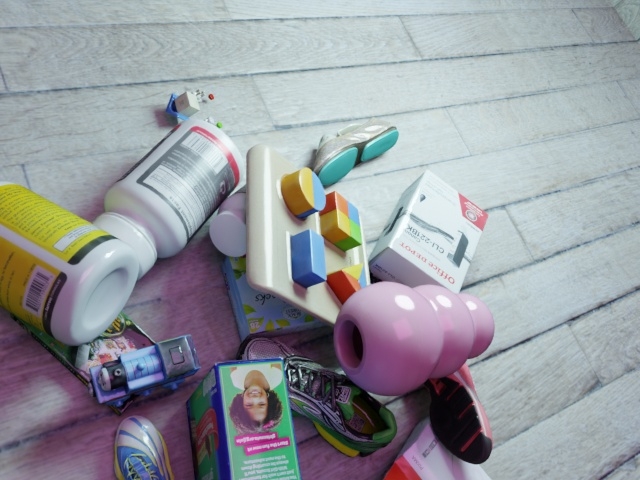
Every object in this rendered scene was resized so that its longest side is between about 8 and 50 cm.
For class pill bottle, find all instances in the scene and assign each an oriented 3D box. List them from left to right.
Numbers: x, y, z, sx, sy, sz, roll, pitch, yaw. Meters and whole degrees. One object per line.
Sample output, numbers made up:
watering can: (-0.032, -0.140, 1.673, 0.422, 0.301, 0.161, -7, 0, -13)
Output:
pill bottle: (-0.489, 0.018, 1.028, 0.333, 0.188, 0.188, 28, 54, 9)
pill bottle: (-0.300, -0.079, 1.203, 0.176, 0.176, 0.319, 37, 54, -3)
pill bottle: (-0.133, -0.053, 1.267, 0.121, 0.121, 0.216, 41, 33, -1)

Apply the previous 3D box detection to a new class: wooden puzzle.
wooden puzzle: (0.000, 0.000, 1.235, 0.347, 0.080, 0.322, 30, 46, -43)

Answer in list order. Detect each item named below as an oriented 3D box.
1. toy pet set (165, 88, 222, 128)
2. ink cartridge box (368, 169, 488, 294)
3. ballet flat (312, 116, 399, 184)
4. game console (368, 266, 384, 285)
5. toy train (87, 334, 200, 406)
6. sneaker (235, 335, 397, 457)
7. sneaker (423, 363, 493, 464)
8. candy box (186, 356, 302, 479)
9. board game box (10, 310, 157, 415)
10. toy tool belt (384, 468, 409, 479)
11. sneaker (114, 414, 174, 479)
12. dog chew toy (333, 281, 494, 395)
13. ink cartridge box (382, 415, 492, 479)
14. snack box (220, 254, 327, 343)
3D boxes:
toy pet set: (-0.286, -0.281, 1.406, 0.114, 0.065, 0.122, 15, 54, -60)
ink cartridge box: (0.256, 0.000, 1.470, 0.197, 0.114, 0.273, 35, 55, -6)
ballet flat: (0.061, -0.225, 1.520, 0.106, 0.108, 0.316, 39, 46, 23)
game console: (0.084, 0.089, 1.361, 0.122, 0.071, 0.107, -31, 46, -34)
toy train: (-0.297, 0.220, 1.053, 0.184, 0.105, 0.080, -11, 69, -31)
sneaker: (-0.002, 0.279, 1.175, 0.343, 0.146, 0.134, 31, 55, -7)
sneaker: (0.284, 0.306, 1.285, 0.136, 0.116, 0.314, 13, 37, -37)
candy box: (-0.123, 0.377, 0.987, 0.122, 0.268, 0.317, -3, 65, -23)
board game box: (-0.403, 0.175, 1.108, 0.259, 0.030, 0.136, 43, 56, 0)
toy tool belt: (0.165, 0.475, 1.205, 0.083, 0.051, 0.052, 61, 20, 12)
sneaker: (-0.267, 0.391, 0.996, 0.091, 0.126, 0.240, -10, 69, -30)
dog chew toy: (0.193, 0.175, 1.176, 0.331, 0.206, 0.207, -3, 65, -30)
ink cartridge box: (0.229, 0.469, 1.194, 0.189, 0.066, 0.232, 51, 28, 6)
snack box: (-0.081, 0.104, 1.277, 0.207, 0.070, 0.175, -7, 67, -28)
